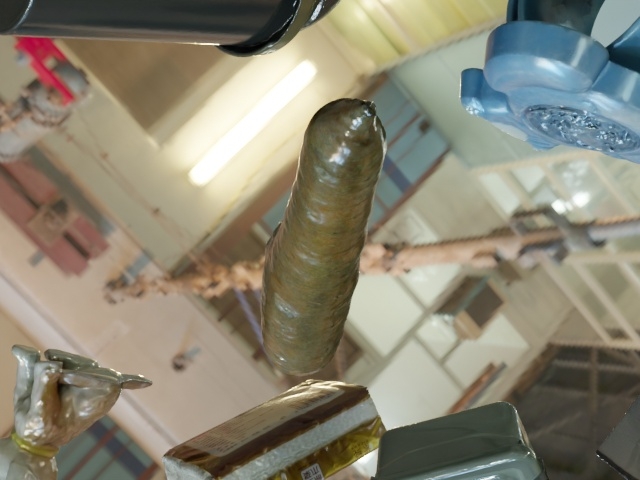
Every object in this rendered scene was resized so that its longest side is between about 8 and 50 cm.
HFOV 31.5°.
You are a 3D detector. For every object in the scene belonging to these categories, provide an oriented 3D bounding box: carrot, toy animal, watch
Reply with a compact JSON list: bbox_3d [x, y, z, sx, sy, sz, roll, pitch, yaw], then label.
[{"bbox_3d":[-0.001,0.001,0.718,0.070,0.070,0.342,-49,167,-25],"label":"carrot"},{"bbox_3d":[-0.299,0.231,1.340,0.104,0.184,0.185,14,-94,50],"label":"toy animal"},{"bbox_3d":[0.219,-0.171,0.865,0.211,0.211,0.193,1,-110,69],"label":"watch"}]

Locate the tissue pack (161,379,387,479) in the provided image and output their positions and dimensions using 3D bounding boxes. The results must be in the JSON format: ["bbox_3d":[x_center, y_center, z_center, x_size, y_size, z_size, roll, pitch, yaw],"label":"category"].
[{"bbox_3d":[-0.059,0.248,1.355,0.226,0.091,0.183,-27,-173,-26],"label":"tissue pack"}]

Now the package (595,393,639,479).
[{"bbox_3d":[0.502,0.267,1.409,0.204,0.251,0.062,-47,153,-16],"label":"package"}]

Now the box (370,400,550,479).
[{"bbox_3d":[0.137,0.230,1.104,0.172,0.124,0.092,-16,-146,15],"label":"box"}]

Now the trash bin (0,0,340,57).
[{"bbox_3d":[-0.106,-0.255,0.922,0.334,0.214,0.214,-8,171,-39],"label":"trash bin"}]
